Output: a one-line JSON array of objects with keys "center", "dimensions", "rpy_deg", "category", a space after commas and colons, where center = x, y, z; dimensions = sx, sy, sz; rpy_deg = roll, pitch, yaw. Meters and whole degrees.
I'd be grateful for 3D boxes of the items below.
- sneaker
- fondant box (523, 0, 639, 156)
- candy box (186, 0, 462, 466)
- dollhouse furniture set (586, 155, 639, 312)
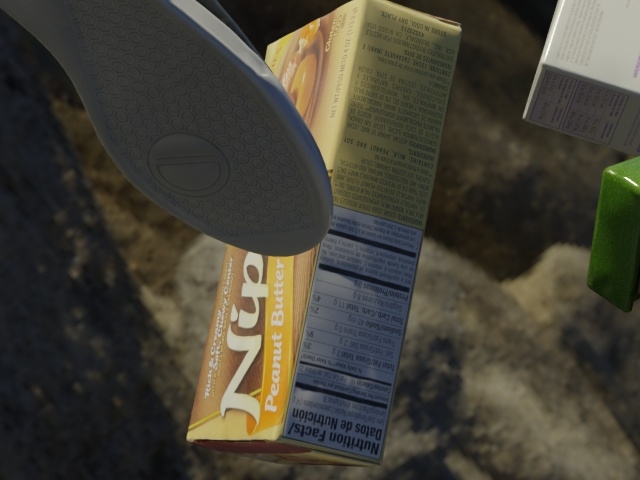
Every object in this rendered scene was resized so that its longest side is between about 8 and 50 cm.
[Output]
[{"center": [-0.081, -0.129, 0.932], "dimensions": [0.296, 0.104, 0.147], "rpy_deg": [48, 34, -24], "category": "sneaker"}, {"center": [0.375, -0.173, 1.658], "dimensions": [0.330, 0.096, 0.238], "rpy_deg": [17, 57, 5], "category": "fondant box"}, {"center": [0.000, 0.000, 1.302], "dimensions": [0.087, 0.183, 0.316], "rpy_deg": [15, 79, -21], "category": "candy box"}, {"center": [0.300, 0.097, 1.264], "dimensions": [0.151, 0.302, 0.197], "rpy_deg": [-23, 40, -35], "category": "dollhouse furniture set"}]
